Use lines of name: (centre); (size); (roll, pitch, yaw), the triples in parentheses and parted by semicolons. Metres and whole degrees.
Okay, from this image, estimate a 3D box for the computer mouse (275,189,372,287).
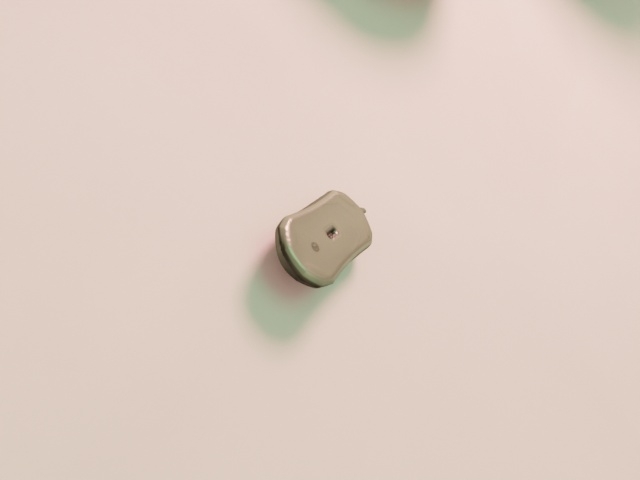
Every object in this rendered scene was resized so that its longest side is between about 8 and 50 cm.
computer mouse: (0.000, 0.000, 0.656); (0.056, 0.032, 0.110); (56, 37, -2)
